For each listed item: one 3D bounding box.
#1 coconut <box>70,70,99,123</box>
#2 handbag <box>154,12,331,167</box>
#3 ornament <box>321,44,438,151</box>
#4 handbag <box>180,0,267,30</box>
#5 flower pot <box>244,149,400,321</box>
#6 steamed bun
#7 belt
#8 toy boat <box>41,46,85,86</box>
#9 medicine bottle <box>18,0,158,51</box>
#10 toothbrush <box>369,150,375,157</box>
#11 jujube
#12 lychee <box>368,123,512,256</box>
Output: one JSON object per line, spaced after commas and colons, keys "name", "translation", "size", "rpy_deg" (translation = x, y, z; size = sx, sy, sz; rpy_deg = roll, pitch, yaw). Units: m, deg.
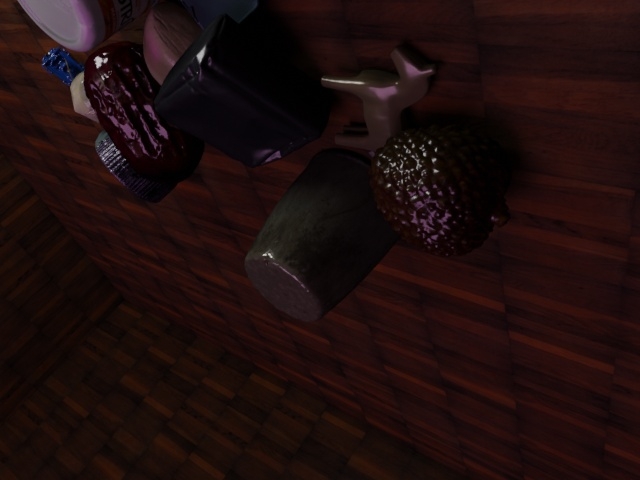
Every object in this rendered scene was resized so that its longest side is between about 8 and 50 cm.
{"name": "coconut", "translation": [-0.643, -0.423, 1.645], "size": [0.162, 0.161, 0.161], "rpy_deg": [-8, 127, 44]}
{"name": "handbag", "translation": [-0.164, -0.303, 1.186], "size": [0.301, 0.178, 0.275], "rpy_deg": [27, 157, -32]}
{"name": "ornament", "translation": [0.117, -0.264, 1.073], "size": [0.244, 0.061, 0.230], "rpy_deg": [16, 142, 32]}
{"name": "handbag", "translation": [-0.201, -0.504, 1.107], "size": [0.179, 0.062, 0.229], "rpy_deg": [52, 150, -17]}
{"name": "flower pot", "translation": [0.000, 0.000, 1.319], "size": [0.293, 0.330, 0.294], "rpy_deg": [31, 152, 19]}
{"name": "steamed bun", "translation": [-0.309, -0.405, 1.277], "size": [0.238, 0.153, 0.170], "rpy_deg": [37, 151, -1]}
{"name": "belt", "translation": [-0.565, -0.236, 1.740], "size": [0.260, 0.122, 0.325], "rpy_deg": [49, -176, -6]}
{"name": "toy boat", "translation": [-0.765, -0.519, 1.718], "size": [0.175, 0.091, 0.110], "rpy_deg": [38, 169, -8]}
{"name": "medicine bottle", "translation": [-0.481, -0.557, 1.166], "size": [0.252, 0.241, 0.253], "rpy_deg": [29, 152, 18]}
{"name": "toothbrush", "translation": [0.172, -0.126, 1.259], "size": [0.194, 0.017, 0.014], "rpy_deg": [50, 145, -15]}
{"name": "jujube", "translation": [-0.450, -0.329, 1.476], "size": [0.258, 0.258, 0.377], "rpy_deg": [8, 127, 44]}
{"name": "lychee", "translation": [0.217, -0.096, 1.028], "size": [0.271, 0.236, 0.236], "rpy_deg": [29, 151, 18]}
